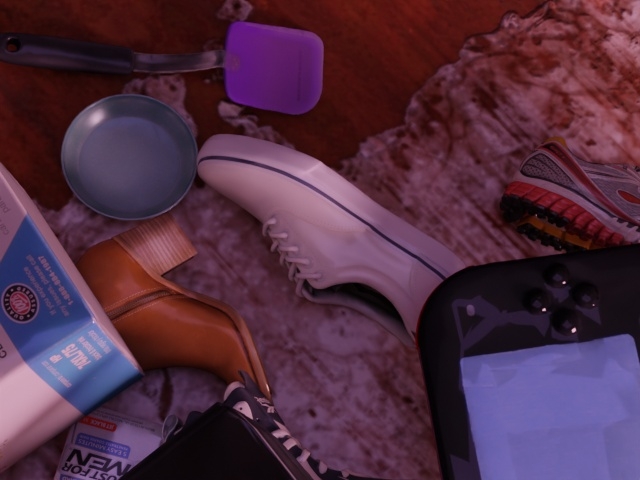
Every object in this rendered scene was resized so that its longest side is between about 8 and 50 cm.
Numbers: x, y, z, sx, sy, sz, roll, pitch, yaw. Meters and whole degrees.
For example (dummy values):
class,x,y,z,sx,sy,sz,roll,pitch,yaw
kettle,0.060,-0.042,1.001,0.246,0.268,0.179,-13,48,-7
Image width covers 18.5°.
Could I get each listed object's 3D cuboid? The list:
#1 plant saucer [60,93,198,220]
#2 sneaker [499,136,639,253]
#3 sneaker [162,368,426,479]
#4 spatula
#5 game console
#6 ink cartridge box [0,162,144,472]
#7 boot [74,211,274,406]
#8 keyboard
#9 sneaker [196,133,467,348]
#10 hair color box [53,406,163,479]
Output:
class,x,y,z,sx,sy,sz,roll,pitch,yaw
plant saucer,-0.167,-0.070,1.711,0.119,0.021,0.119,3,70,-7
sneaker,0.276,-0.022,1.712,0.225,0.088,0.093,26,68,3
sneaker,-0.022,0.170,1.547,0.235,0.094,0.153,-10,69,13
spatula,-0.143,-0.159,1.742,0.296,0.030,0.084,3,72,-6
game console,0.266,0.186,1.557,0.342,0.060,0.386,-9,69,0
ink cartridge box,-0.314,0.083,1.512,0.270,0.197,0.198,-34,74,-4
boot,-0.142,0.091,1.636,0.152,0.073,0.197,-33,78,-9
keyboard,-0.118,0.282,1.494,0.317,0.033,0.201,-39,87,17
sneaker,0.000,0.000,1.666,0.258,0.094,0.091,29,65,3
hair color box,-0.177,0.224,1.584,0.093,0.053,0.167,16,70,-2
